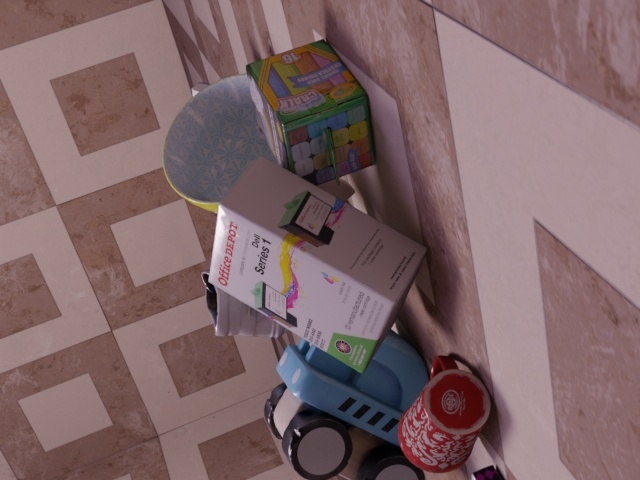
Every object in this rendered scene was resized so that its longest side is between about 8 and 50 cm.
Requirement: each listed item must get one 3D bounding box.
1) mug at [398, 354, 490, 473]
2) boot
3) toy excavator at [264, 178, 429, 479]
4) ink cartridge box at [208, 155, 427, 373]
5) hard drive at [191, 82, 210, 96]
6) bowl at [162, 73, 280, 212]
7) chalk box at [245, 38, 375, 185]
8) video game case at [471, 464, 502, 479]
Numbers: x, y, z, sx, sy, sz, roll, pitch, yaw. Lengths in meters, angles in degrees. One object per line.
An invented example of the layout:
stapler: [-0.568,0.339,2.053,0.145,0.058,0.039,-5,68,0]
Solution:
mug: [0.167,0.236,1.292,0.169,0.113,0.150,96,150,-63]
boot: [-0.129,0.042,1.472,0.095,0.123,0.258,104,160,-45]
toy excavator: [0.051,0.165,1.541,0.432,0.445,0.222,29,180,-15]
ink cartridge box: [-0.013,0.036,1.314,0.278,0.117,0.201,30,143,10]
hard drive: [-0.172,-0.177,2.011,0.210,0.040,0.319,18,134,21]
bowl: [-0.142,-0.161,1.772,0.290,0.289,0.156,63,-173,34]
chalk box: [-0.005,-0.169,1.326,0.132,0.132,0.213,81,164,-47]
video game case: [0.287,0.472,1.319,0.210,0.041,0.232,79,166,-46]
